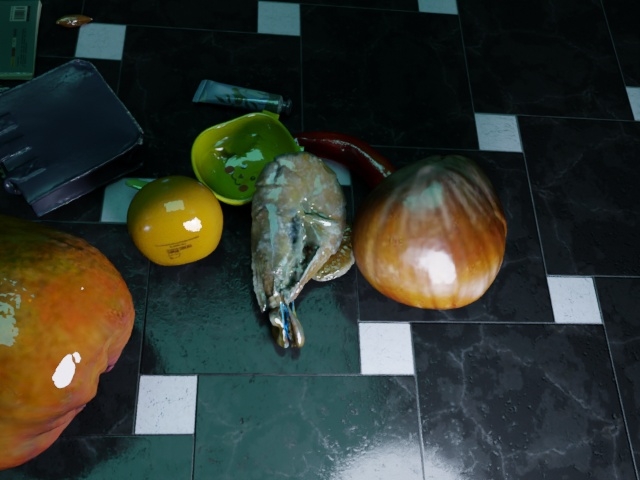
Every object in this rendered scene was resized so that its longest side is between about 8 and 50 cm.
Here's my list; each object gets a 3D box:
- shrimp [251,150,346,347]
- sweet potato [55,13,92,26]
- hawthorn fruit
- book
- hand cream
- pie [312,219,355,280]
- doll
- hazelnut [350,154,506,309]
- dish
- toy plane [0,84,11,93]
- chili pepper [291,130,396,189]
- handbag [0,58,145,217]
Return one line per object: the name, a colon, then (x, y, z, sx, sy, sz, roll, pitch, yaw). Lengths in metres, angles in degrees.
shrimp: (-0.055, 0.017, 1.387, 0.221, 0.110, 0.446, 7, 83, -14)
sweet potato: (-0.670, -0.597, 1.669, 0.095, 0.034, 0.034, -13, 68, -25)
hawthorn fruit: (-0.579, 0.150, 1.115, 0.471, 0.472, 0.472, 3, 65, -6)
book: (-0.936, -0.528, 1.603, 0.379, 0.031, 0.264, -2, 66, -8)
hand cream: (-0.204, -0.371, 1.622, 0.256, 0.055, 0.088, 11, 60, 5)
pie: (0.000, 0.000, 1.477, 0.195, 0.046, 0.195, 3, 65, -7)
doll: (-0.331, -0.070, 1.391, 0.213, 0.213, 0.236, -10, 52, -12)
hazelnut: (0.247, -0.018, 1.366, 0.372, 0.372, 0.315, -35, 46, -20)
dish: (-0.180, -0.187, 1.504, 0.262, 0.108, 0.221, -32, 73, -18)
toy plane: (-0.867, -0.321, 1.423, 0.204, 0.103, 0.316, 19, 39, -17)
chili pepper: (0.070, -0.196, 1.565, 0.368, 0.092, 0.137, 29, 86, 13)
handbag: (-0.623, -0.245, 1.466, 0.329, 0.122, 0.303, -33, 75, -20)
